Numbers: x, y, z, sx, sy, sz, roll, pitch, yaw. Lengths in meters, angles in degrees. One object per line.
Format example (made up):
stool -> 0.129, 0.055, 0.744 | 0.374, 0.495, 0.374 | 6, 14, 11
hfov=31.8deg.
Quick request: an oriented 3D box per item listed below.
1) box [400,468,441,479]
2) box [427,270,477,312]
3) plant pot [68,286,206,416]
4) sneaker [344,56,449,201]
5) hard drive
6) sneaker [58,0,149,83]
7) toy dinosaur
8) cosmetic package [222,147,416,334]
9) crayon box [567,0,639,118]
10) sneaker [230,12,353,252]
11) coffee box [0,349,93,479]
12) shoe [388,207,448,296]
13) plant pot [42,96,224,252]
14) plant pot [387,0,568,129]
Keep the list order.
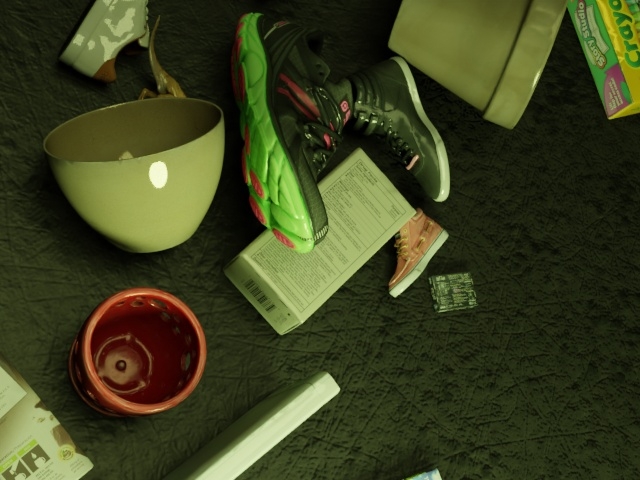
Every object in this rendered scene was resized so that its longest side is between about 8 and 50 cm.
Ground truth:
box -> 0.135, 0.465, 1.895 | 0.178, 0.042, 0.109 | -17, 82, -26
box -> 0.243, 0.094, 2.069 | 0.083, 0.018, 0.067 | -7, 77, -24
plant pot -> -0.288, 0.182, 1.731 | 0.191, 0.174, 0.191 | 7, 71, -20
sneaker -> 0.128, -0.193, 2.067 | 0.147, 0.104, 0.295 | -15, 74, -24
hard drive -> -0.150, 0.331, 1.710 | 0.353, 0.233, 0.047 | -36, 91, -28
sneaker -> -0.333, -0.396, 1.942 | 0.123, 0.106, 0.290 | 33, 72, -20
toy dinosaur -> -0.268, -0.264, 1.939 | 0.112, 0.064, 0.211 | -50, 119, -29
cosmetic package -> 0.000, 0.000, 1.944 | 0.309, 0.113, 0.160 | -42, 92, -28
crayon box -> 0.695, -0.465, 2.380 | 0.313, 0.106, 0.363 | -14, 80, -26
sneaker -> -0.034, -0.202, 1.886 | 0.202, 0.185, 0.482 | -2, 58, -11
coffee box -> -0.480, 0.257, 1.633 | 0.119, 0.168, 0.297 | -40, 92, -27
shoe -> 0.156, 0.019, 2.034 | 0.081, 0.063, 0.178 | 43, 58, -4
plant pot -> -0.281, -0.093, 1.794 | 0.284, 0.284, 0.191 | -21, 119, -27
plant pot -> 0.287, -0.404, 2.102 | 0.280, 0.323, 0.323 | 20, 67, 1
